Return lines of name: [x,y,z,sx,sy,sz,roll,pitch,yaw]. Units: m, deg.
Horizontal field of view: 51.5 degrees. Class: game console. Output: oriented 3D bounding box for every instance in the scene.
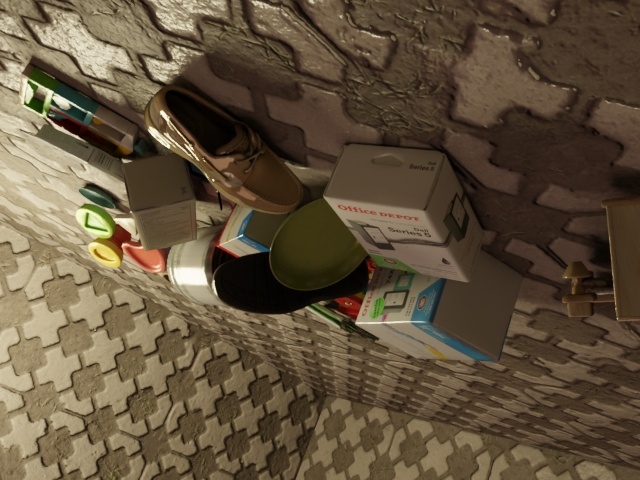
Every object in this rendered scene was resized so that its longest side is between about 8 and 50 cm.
game console: [-0.258,-0.134,1.476,0.107,0.071,0.122,21,160,3]

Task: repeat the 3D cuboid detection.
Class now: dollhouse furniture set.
dollhouse furniture set: [0.553,0.019,1.040,0.303,0.173,0.355,-6,178,31]

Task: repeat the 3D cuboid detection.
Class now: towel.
towel: [0.034,0.228,2.049,0.248,0.038,0.325,27,176,29]

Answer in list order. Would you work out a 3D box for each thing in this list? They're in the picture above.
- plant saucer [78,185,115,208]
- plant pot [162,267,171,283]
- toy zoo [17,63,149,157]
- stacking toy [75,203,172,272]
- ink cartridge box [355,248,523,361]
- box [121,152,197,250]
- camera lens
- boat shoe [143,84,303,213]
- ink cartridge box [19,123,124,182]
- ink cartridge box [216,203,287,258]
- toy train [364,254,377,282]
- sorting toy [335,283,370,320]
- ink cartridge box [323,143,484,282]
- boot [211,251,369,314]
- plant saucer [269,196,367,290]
plant saucer: [-0.675,-0.134,2.015,0.119,0.021,0.119,19,161,7]
plant pot: [-0.400,0.112,2.227,0.237,0.109,0.237,17,163,5]
toy zoo: [-0.519,-0.267,1.472,0.293,0.030,0.192,30,160,-20]
stacking toy: [-0.621,-0.037,2.151,0.309,0.130,0.279,9,138,21]
ink cartridge box: [0.249,0.132,1.432,0.197,0.198,0.270,30,159,-22]
box: [-0.377,-0.084,1.585,0.148,0.121,0.311,-13,166,-15]
camera lens: [-0.267,0.068,1.799,0.219,0.219,0.274,35,157,-32]
boat shoe: [-0.165,-0.160,1.226,0.341,0.121,0.110,31,160,-21]
ink cartridge box: [-0.555,-0.203,1.576,0.224,0.045,0.223,24,175,21]
ink cartridge box: [-0.163,-0.036,1.536,0.078,0.134,0.231,29,159,-21]
toy train: [0.087,0.043,1.618,0.166,0.046,0.125,18,150,19]
sorting toy: [0.151,0.175,1.824,0.255,0.089,0.257,17,161,16]
ink cartridge box: [0.156,-0.045,1.186,0.198,0.114,0.273,10,157,33]
boot: [-0.111,0.100,1.558,0.377,0.138,0.284,-8,177,-31]
plant saucer: [0.000,0.000,1.381,0.241,0.241,0.037,42,-172,-44]
